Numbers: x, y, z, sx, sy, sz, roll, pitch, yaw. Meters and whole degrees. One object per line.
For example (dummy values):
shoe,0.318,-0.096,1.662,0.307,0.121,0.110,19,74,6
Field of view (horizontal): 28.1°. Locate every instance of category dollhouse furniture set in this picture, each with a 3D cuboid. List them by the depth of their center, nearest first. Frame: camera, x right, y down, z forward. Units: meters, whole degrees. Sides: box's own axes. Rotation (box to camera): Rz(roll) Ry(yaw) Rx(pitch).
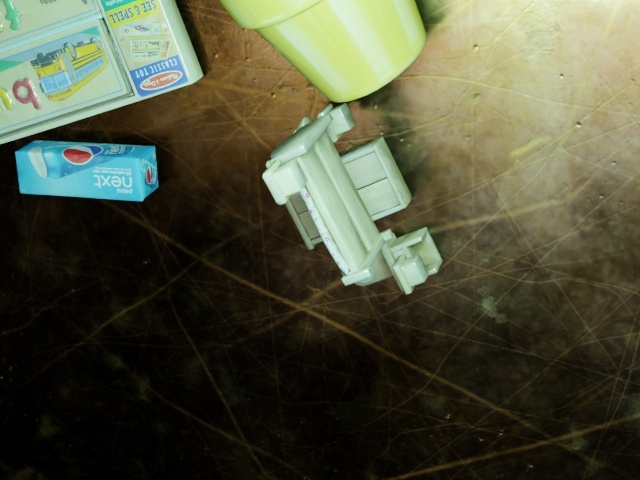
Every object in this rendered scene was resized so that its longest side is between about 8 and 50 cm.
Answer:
dollhouse furniture set,0.000,0.000,1.755,0.174,0.355,0.303,-22,104,24

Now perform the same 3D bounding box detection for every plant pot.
plant pot,0.014,-0.324,1.695,0.254,0.254,0.239,-24,117,24

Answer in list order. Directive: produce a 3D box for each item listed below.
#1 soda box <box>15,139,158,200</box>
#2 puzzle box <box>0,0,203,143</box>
soda box,-0.362,-0.110,1.982,0.210,0.067,0.071,4,112,15
puzzle box,-0.406,-0.309,1.924,0.409,0.052,0.272,-15,107,22
